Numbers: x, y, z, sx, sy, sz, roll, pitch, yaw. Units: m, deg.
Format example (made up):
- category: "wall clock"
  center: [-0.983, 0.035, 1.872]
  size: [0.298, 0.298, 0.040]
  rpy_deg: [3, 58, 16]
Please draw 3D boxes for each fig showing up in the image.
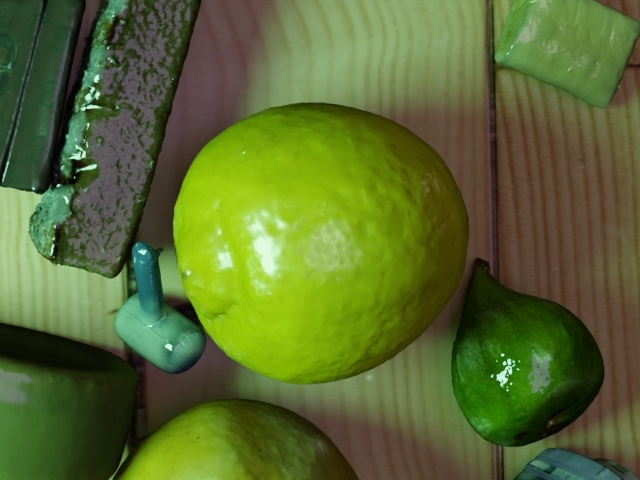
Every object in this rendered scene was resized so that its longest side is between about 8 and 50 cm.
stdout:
- category: "fig"
  center: [0.244, 0.141, 1.390]
  size: [0.203, 0.203, 0.235]
  rpy_deg: [-27, 60, -13]

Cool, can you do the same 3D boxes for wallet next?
- category: "wallet"
  center: [-0.349, -0.171, 1.184]
  size: [0.049, 0.181, 0.229]
  rpy_deg: [16, 85, -54]

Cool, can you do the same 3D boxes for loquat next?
- category: "loquat"
  center: [-0.077, 0.355, 1.192]
  size: [0.328, 0.359, 0.329]
  rpy_deg: [-21, 120, -41]

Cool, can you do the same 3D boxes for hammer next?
- category: "hammer"
  center: [-0.192, 0.070, 1.218]
  size: [0.116, 0.194, 0.069]
  rpy_deg: [33, 55, 25]

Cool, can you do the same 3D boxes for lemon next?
- category: "lemon"
  center: [0.000, 0.000, 1.206]
  size: [0.347, 0.348, 0.348]
  rpy_deg: [-1, 93, -16]

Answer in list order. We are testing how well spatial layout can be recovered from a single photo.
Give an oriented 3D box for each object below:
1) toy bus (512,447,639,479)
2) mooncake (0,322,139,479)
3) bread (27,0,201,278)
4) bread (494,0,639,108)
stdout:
- category: "toy bus"
  center: [0.417, 0.481, 1.409]
  size: [0.440, 0.209, 0.249]
  rpy_deg: [42, 80, -15]
- category: "mooncake"
  center: [-0.346, 0.179, 1.136]
  size: [0.284, 0.284, 0.156]
  rpy_deg: [14, 88, -16]
- category: "bread"
  center: [-0.231, -0.171, 1.212]
  size: [0.113, 0.165, 0.417]
  rpy_deg: [16, 87, -22]
- category: "bread"
  center: [0.339, -0.273, 1.425]
  size: [0.178, 0.060, 0.140]
  rpy_deg: [19, 88, -16]
